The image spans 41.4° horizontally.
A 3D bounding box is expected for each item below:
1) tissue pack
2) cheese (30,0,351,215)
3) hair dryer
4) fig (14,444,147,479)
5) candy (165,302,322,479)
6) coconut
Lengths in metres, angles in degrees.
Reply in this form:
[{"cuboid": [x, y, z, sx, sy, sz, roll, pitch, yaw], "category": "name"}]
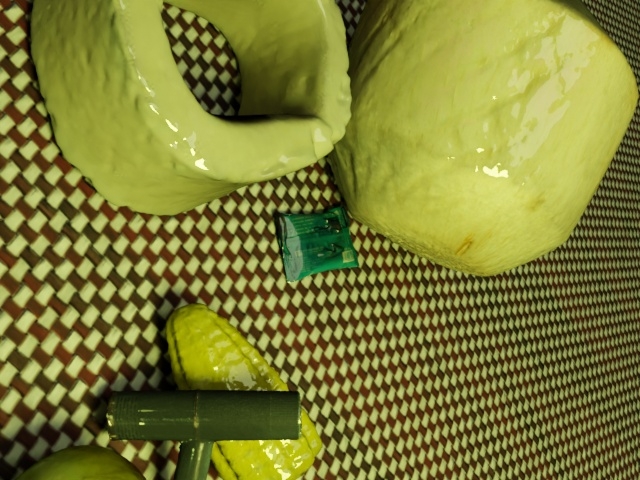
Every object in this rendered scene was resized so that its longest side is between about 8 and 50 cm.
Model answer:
[{"cuboid": [0.000, 0.000, 1.038, 0.138, 0.027, 0.085, -12, 88, -47], "category": "tissue pack"}, {"cuboid": [-0.113, -0.184, 0.866, 0.332, 0.153, 0.293, -10, 86, -49], "category": "cheese"}, {"cuboid": [-0.102, 0.231, 0.770, 0.050, 0.173, 0.195, -88, 178, -85], "category": "hair dryer"}, {"cuboid": [-0.180, 0.233, 0.669, 0.153, 0.136, 0.121, 48, 63, -13], "category": "fig"}, {"cuboid": [-0.088, 0.150, 0.835, 0.106, 0.094, 0.199, -34, 96, -27], "category": "candy"}, {"cuboid": [0.208, -0.169, 1.090, 0.415, 0.344, 0.416, -26, 125, -44], "category": "coconut"}]
